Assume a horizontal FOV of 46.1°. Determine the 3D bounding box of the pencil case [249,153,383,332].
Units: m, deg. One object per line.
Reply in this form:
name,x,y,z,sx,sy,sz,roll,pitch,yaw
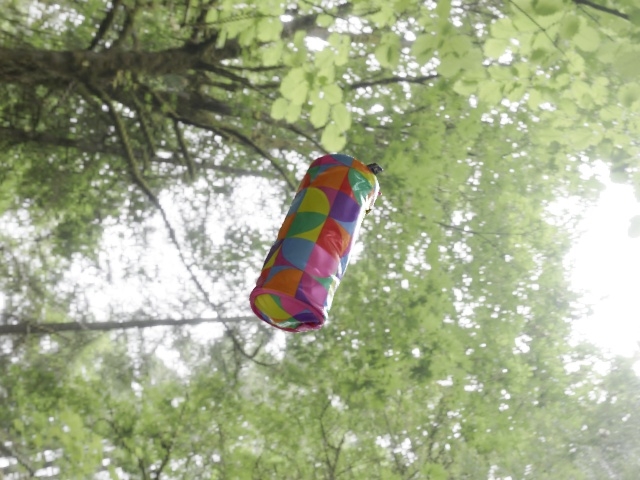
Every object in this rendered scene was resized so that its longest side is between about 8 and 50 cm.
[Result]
pencil case,0.000,0.000,0.914,0.104,0.104,0.236,-9,-135,43
